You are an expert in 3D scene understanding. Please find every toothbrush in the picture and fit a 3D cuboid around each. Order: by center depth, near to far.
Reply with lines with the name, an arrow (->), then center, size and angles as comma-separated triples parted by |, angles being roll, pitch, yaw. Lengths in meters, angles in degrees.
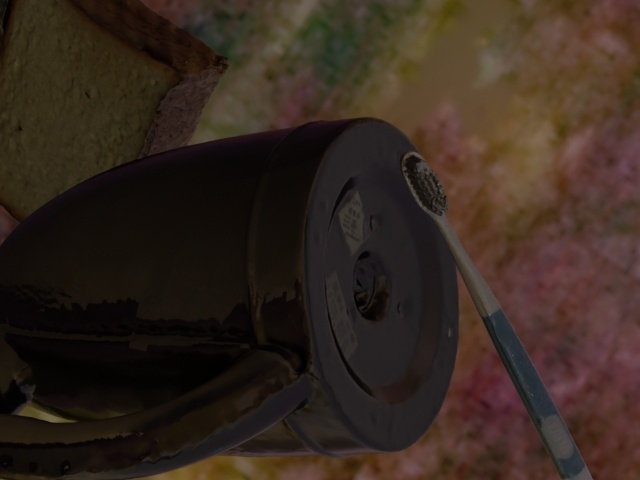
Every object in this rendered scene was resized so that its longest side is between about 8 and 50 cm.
toothbrush -> 0.117, 0.061, 1.163 | 0.019, 0.276, 0.025 | -32, -160, -9

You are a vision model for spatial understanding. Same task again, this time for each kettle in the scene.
kettle -> -0.109, 0.065, 1.277 | 0.324, 0.228, 0.321 | -5, -149, 30

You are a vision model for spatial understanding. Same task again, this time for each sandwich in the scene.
sandwich -> -0.253, -0.134, 1.988 | 0.099, 0.271, 0.301 | -17, 139, -45
